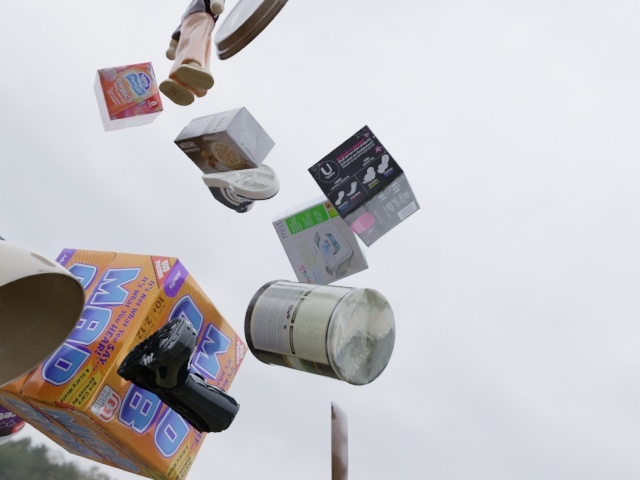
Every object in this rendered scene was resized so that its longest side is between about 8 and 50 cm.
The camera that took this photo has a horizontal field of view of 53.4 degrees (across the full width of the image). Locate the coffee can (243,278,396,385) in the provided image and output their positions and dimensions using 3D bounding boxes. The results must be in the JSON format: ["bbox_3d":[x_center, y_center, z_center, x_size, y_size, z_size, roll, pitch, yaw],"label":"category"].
[{"bbox_3d":[-0.005,0.193,1.387,0.275,0.201,0.201,1,-41,46],"label":"coffee can"}]

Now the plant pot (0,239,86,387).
[{"bbox_3d":[-0.594,0.106,1.120,0.191,0.284,0.284,40,-29,20],"label":"plant pot"}]

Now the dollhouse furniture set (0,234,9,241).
[{"bbox_3d":[-0.837,0.023,1.553,0.129,0.129,0.183,42,-15,-12],"label":"dollhouse furniture set"}]

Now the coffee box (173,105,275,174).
[{"bbox_3d":[-0.261,-0.264,1.712,0.246,0.098,0.141,1,-39,45],"label":"coffee box"}]

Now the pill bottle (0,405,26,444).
[{"bbox_3d":[-0.857,0.409,1.704,0.181,0.181,0.323,28,-58,0],"label":"pill bottle"}]

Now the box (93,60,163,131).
[{"bbox_3d":[-0.561,-0.411,1.846,0.300,0.154,0.142,7,-69,68],"label":"box"}]

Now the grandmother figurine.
[{"bbox_3d":[-0.255,-0.441,1.326,0.208,0.342,0.104,-17,-36,34],"label":"grandmother figurine"}]

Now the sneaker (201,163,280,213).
[{"bbox_3d":[-0.220,-0.146,1.935,0.350,0.131,0.148,19,-38,50],"label":"sneaker"}]

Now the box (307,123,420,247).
[{"bbox_3d":[0.102,-0.112,1.382,0.142,0.163,0.247,55,5,21],"label":"box"}]

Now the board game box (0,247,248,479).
[{"bbox_3d":[-0.447,0.271,1.414,0.356,0.356,0.356,3,-39,29],"label":"board game box"}]

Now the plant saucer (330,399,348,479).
[{"bbox_3d":[0.039,0.434,1.324,0.036,0.199,0.198,-1,-37,0],"label":"plant saucer"}]

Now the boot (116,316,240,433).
[{"bbox_3d":[-0.217,0.241,1.099,0.207,0.094,0.246,39,-41,-18],"label":"boot"}]

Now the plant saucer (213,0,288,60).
[{"bbox_3d":[-0.154,-0.531,1.465,0.041,0.278,0.278,39,-34,-29],"label":"plant saucer"}]

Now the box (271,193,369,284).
[{"bbox_3d":[0.000,0.000,2.045,0.231,0.127,0.262,-21,-76,6],"label":"box"}]
